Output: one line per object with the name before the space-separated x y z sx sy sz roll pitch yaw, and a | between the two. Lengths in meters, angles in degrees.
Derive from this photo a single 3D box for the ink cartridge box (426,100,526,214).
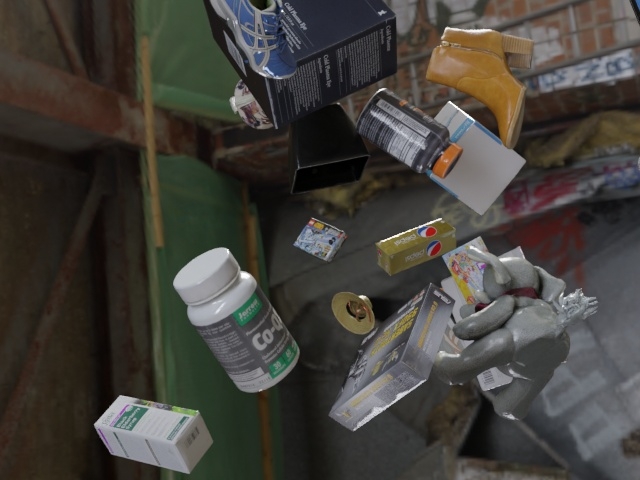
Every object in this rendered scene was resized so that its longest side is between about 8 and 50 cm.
ink cartridge box | 0.408 -0.238 2.458 0.198 0.197 0.270 34 -167 -19

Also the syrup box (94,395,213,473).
syrup box | -0.356 0.409 1.841 0.093 0.237 0.096 -51 -46 -42

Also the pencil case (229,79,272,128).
pencil case | -0.085 -0.407 2.264 0.184 0.410 0.159 -3 -95 -31

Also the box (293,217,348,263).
box | 0.000 0.000 2.384 0.094 0.137 0.027 -57 -44 -8

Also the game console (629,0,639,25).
game console | 0.633 -0.475 1.578 0.085 0.124 0.144 -18 -94 -38

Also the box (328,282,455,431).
box | 0.119 0.198 1.458 0.056 0.231 0.183 36 -133 -7

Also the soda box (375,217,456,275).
soda box | 0.218 0.014 1.974 0.061 0.181 0.058 44 149 50

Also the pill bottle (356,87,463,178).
pill bottle | 0.217 -0.247 2.069 0.130 0.246 0.130 -51 -13 -16

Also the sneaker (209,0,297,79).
sneaker | -0.091 -0.333 1.354 0.211 0.081 0.080 49 -132 -42

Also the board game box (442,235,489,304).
board game box | 0.348 0.080 1.925 0.026 0.103 0.154 -24 -96 -45

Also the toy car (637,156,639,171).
toy car | 0.940 -0.234 2.290 0.159 0.136 0.182 -42 -25 -12

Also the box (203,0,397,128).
box | -0.047 -0.470 1.915 0.343 0.313 0.179 57 168 30

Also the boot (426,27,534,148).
boot | 0.323 -0.320 1.806 0.104 0.211 0.295 76 -155 -58

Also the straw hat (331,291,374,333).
straw hat | 0.106 0.183 2.362 0.061 0.145 0.144 -40 -59 -40

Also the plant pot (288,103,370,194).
plant pot | 0.002 -0.238 2.194 0.187 0.188 0.166 108 148 -72

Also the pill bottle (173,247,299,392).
pill bottle | -0.225 0.211 2.309 0.361 0.204 0.204 59 -150 -23

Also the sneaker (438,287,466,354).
sneaker | 0.345 0.248 2.311 0.262 0.121 0.099 56 -146 -15

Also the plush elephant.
plush elephant | 0.372 0.146 1.734 0.272 0.330 0.255 26 -152 -30

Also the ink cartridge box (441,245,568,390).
ink cartridge box | 0.457 0.191 2.126 0.066 0.261 0.296 -8 -106 -46
